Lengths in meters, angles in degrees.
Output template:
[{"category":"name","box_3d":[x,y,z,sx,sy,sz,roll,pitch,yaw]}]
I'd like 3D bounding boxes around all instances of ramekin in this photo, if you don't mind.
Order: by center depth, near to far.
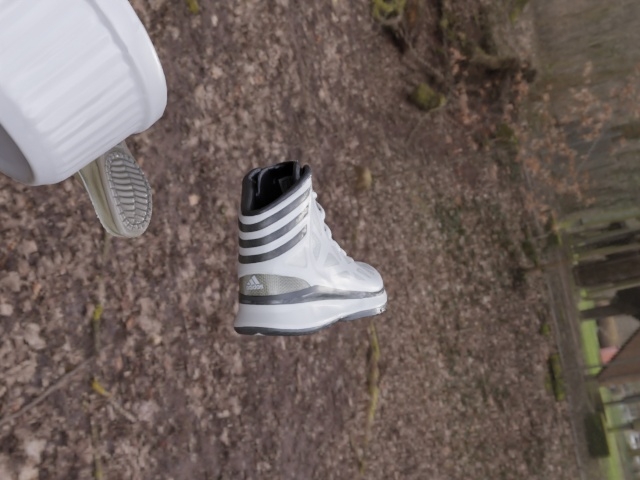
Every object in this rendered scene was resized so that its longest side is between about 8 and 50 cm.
[{"category":"ramekin","box_3d":[-0.270,-0.163,0.604,0.127,0.272,0.273,-50,132,-21]}]

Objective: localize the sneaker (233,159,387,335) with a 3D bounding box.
[{"category":"sneaker","box_3d":[0.001,0.000,1.208,0.447,0.169,0.258,-5,94,-69]}]

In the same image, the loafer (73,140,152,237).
[{"category":"loafer","box_3d":[-0.352,-0.115,1.180,0.102,0.092,0.269,9,54,-60]}]
